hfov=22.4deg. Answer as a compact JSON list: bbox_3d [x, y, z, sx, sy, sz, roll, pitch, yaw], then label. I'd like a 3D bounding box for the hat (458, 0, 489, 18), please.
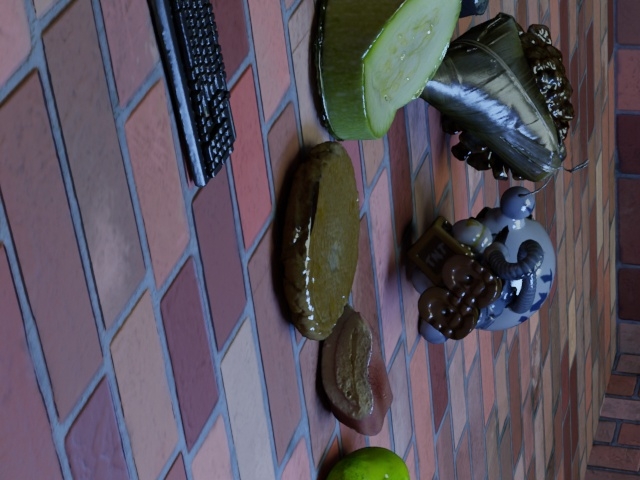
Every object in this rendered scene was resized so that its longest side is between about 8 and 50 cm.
[{"bbox_3d":[0.172,-0.359,2.130,0.265,0.128,0.265,9,90,-72],"label":"hat"}]

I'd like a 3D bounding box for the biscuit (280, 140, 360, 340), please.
[{"bbox_3d":[0.000,0.000,1.815,0.226,0.042,0.225,4,90,-74],"label":"biscuit"}]

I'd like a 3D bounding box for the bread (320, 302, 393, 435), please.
[{"bbox_3d":[0.042,0.172,1.947,0.192,0.067,0.119,74,20,-51],"label":"bread"}]

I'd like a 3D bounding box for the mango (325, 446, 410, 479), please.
[{"bbox_3d":[0.053,0.318,2.009,0.163,0.089,0.117,-7,109,-60],"label":"mango"}]

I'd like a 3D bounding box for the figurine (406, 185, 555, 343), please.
[{"bbox_3d":[0.224,0.048,2.306,0.186,0.261,0.382,51,19,8],"label":"figurine"}]

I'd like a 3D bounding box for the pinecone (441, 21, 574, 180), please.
[{"bbox_3d":[0.273,-0.198,2.382,0.201,0.203,0.228,114,-21,-71],"label":"pinecone"}]

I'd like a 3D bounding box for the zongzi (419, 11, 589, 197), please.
[{"bbox_3d":[0.215,-0.156,2.184,0.241,0.111,0.247,-30,97,-37],"label":"zongzi"}]

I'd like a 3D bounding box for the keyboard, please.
[{"bbox_3d":[-0.111,-0.161,1.459,0.093,0.025,0.230,-63,152,-44],"label":"keyboard"}]

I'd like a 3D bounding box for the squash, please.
[{"bbox_3d":[0.075,-0.212,1.874,0.220,0.133,0.220,11,90,-73],"label":"squash"}]
